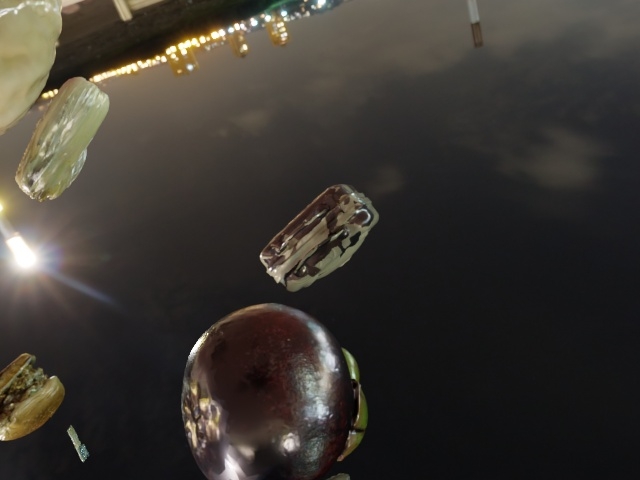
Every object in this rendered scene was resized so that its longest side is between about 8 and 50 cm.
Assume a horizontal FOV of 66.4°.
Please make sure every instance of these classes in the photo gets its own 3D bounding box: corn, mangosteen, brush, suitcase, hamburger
[{"bbox_3d":[-0.616,-0.241,1.170,0.305,0.122,0.123,-62,-158,1],"label":"corn"},{"bbox_3d":[-0.066,0.241,0.767,0.300,0.300,0.300,-17,-154,8],"label":"mangosteen"},{"bbox_3d":[-0.481,0.404,0.974,0.013,0.084,0.016,-11,-159,7],"label":"brush"},{"bbox_3d":[0.000,0.000,1.417,0.351,0.194,0.339,-42,176,13],"label":"suitcase"},{"bbox_3d":[-0.595,0.318,0.949,0.159,0.131,0.185,-40,-176,34],"label":"hamburger"}]

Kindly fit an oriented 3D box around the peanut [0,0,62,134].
[{"bbox_3d":[-0.265,-0.088,0.276,0.256,0.124,0.123,-35,-152,-12],"label":"peanut"}]

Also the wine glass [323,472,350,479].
[{"bbox_3d":[-0.107,0.498,1.291,0.267,0.406,0.267,-32,170,-6],"label":"wine glass"}]
